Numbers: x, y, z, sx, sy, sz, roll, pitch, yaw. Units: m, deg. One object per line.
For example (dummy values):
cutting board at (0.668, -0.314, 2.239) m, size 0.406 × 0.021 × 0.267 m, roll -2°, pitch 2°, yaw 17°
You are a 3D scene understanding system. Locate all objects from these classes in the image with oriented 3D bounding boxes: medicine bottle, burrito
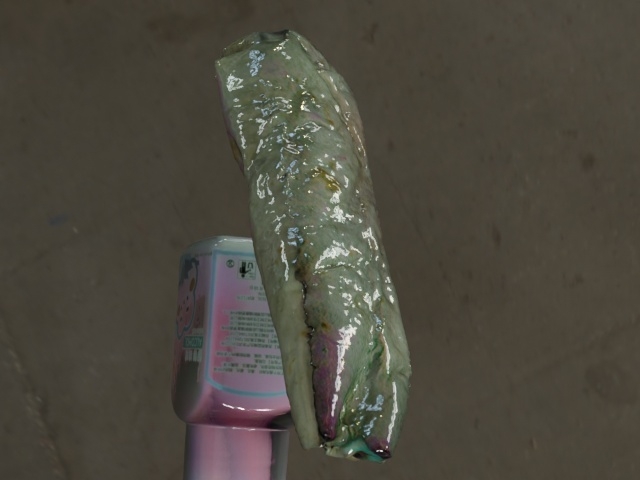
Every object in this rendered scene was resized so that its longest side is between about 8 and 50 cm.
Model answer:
medicine bottle at (-0.061, 0.095, 1.180) m, size 0.094 × 0.119 × 0.188 m, roll 5°, pitch 85°, yaw -18°
burrito at (-0.001, -0.002, 0.888) m, size 0.066 × 0.096 × 0.309 m, roll -36°, pitch 47°, yaw 29°
